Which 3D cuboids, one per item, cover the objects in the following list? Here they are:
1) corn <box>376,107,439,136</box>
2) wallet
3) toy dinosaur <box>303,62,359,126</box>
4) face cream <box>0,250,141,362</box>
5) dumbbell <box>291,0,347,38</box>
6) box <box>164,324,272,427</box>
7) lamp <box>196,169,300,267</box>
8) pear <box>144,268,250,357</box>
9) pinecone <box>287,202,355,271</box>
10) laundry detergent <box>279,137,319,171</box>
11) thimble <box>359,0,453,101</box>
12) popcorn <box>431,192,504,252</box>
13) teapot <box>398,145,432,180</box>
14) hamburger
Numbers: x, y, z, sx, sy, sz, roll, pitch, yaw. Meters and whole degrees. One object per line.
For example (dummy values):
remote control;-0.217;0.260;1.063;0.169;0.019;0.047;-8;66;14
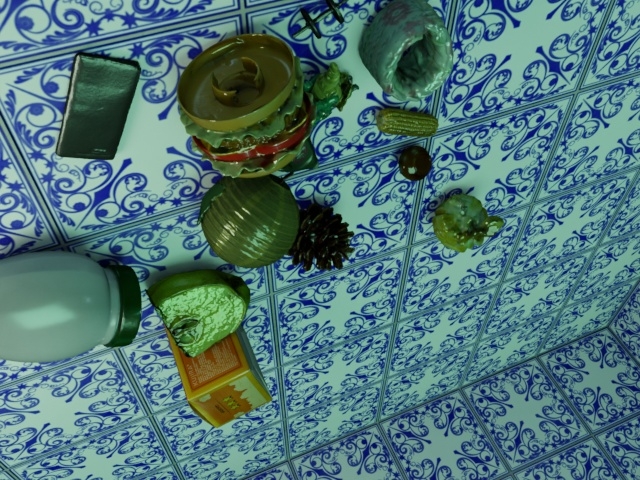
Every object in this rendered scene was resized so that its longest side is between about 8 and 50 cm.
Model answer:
corn;0.224;-0.303;1.631;0.207;0.068;0.068;-1;136;-37
wallet;-0.449;-0.259;1.262;0.124;0.025;0.244;1;136;-35
toy dinosaur;0.009;-0.328;1.383;0.153;0.094;0.259;-35;175;5
face cream;-0.631;0.159;1.493;0.357;0.219;0.312;4;133;-39
dumbbell;0.004;-0.457;1.284;0.147;0.069;0.069;-33;145;5
box;-0.314;0.372;1.919;0.214;0.283;0.259;-24;144;-5
lamp;-0.155;-0.071;1.510;0.250;0.250;0.284;19;119;-47
pear;-0.333;0.160;1.759;0.255;0.164;0.238;-32;127;-10
pinecone;0.000;0.000;1.751;0.208;0.207;0.207;-18;144;-14
laundry detergent;-0.079;-0.218;1.538;0.137;0.063;0.211;-39;146;17
thimble;0.195;-0.425;1.390;0.186;0.149;0.211;-4;138;-27
popcorn;0.464;-0.057;1.987;0.198;0.213;0.197;-25;124;-43
teapot;0.260;-0.216;1.765;0.129;0.078;0.098;-10;102;-44
hamburger;-0.142;-0.254;1.269;0.275;0.274;0.212;-26;144;-4
